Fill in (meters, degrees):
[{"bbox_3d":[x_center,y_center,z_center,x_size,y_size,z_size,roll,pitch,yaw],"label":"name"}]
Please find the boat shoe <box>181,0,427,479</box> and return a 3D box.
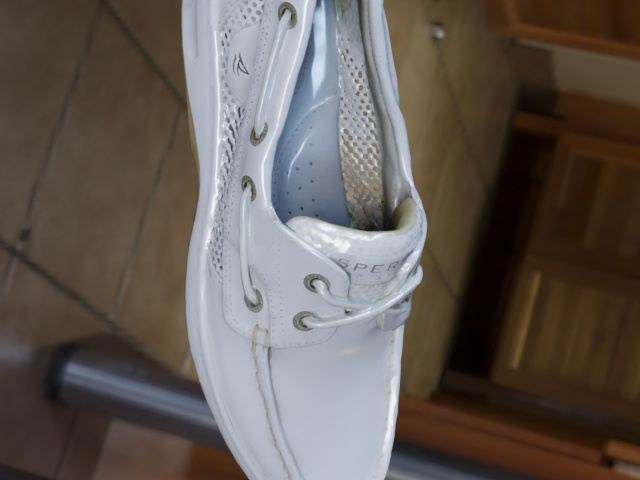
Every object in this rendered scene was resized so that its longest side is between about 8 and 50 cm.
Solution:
[{"bbox_3d":[0.000,0.000,0.685,0.098,0.096,0.277,-18,107,-33],"label":"boat shoe"}]
